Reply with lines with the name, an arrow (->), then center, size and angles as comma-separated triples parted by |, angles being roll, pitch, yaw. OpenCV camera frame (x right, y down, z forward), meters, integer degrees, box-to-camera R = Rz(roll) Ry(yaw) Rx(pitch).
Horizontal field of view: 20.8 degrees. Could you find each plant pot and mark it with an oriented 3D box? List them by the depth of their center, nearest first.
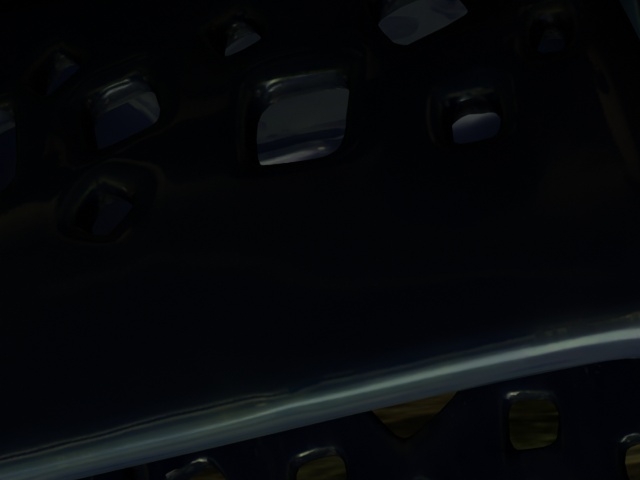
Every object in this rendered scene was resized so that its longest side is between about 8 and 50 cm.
plant pot -> 0.000, 0.000, 0.517 | 0.236, 0.212, 0.236 | -12, 151, 14
